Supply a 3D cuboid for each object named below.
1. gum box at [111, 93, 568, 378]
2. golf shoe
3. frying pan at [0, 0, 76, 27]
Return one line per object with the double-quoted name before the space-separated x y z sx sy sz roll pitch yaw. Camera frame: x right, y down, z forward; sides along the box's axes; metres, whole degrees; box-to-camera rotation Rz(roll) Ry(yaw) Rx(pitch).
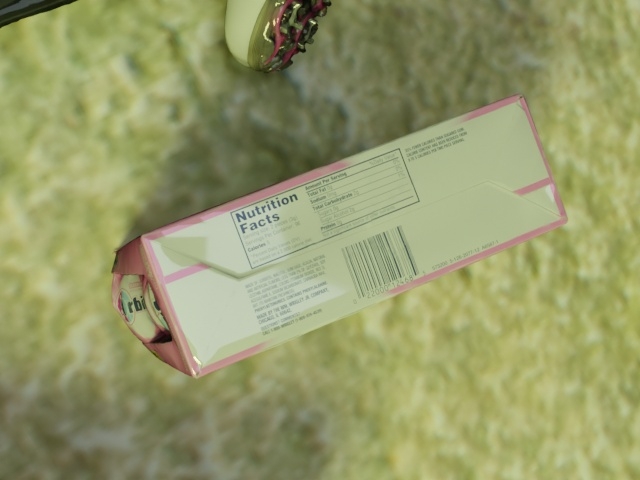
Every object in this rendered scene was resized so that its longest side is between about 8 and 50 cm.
"gum box" 0.000 0.000 0.481 0.188 0.107 0.062 -21 93 -17
"golf shoe" -0.026 -0.173 0.515 0.086 0.067 0.186 10 85 13
"frying pan" -0.225 -0.095 0.451 0.197 0.053 0.326 44 74 -10
